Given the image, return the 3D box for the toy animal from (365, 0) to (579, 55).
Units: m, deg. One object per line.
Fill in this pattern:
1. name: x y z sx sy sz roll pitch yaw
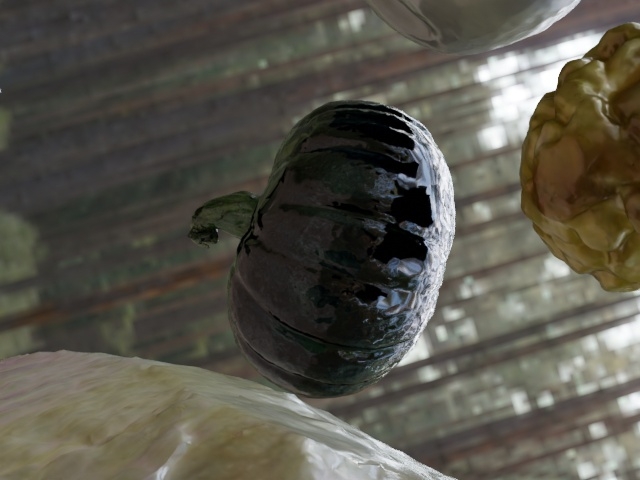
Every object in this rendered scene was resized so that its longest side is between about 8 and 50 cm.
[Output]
1. toy animal: 0.094 -0.239 1.152 0.206 0.271 0.265 28 36 -45

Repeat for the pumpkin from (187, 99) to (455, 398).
1. pumpkin: 0.013 0.004 1.166 0.150 0.194 0.194 32 11 -26

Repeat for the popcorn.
1. popcorn: 0.194 -0.047 1.054 0.180 0.180 0.170 -118 -170 -52

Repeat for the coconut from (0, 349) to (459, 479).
1. coconut: -0.046 0.219 0.702 0.404 0.404 0.405 164 -90 -81
